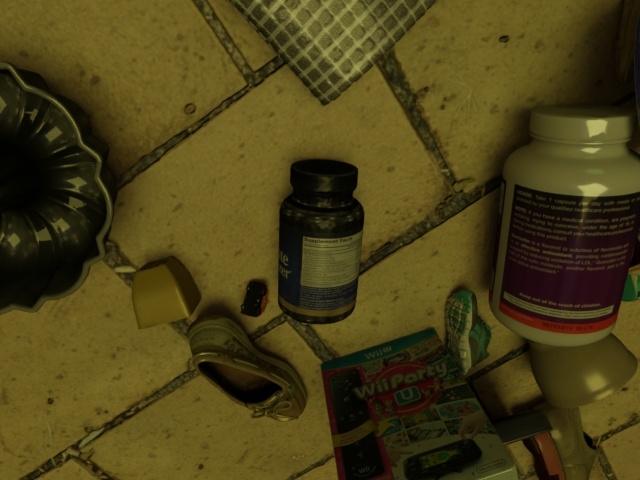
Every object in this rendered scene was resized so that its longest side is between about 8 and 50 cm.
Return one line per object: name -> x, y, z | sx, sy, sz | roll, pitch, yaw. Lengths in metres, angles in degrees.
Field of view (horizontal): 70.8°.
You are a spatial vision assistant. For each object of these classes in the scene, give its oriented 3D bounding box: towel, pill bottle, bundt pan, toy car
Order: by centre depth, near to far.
towel -> 0.030, -0.337, 0.514 | 0.283, 0.121, 0.235 | -43, 112, 11
bundt pan -> -0.418, -0.074, 0.573 | 0.330, 0.124, 0.331 | -2, 112, -6
pill bottle -> 0.352, -0.022, 0.653 | 0.181, 0.181, 0.323 | -5, 114, -4
pill bottle -> 0.000, 0.000, 0.654 | 0.122, 0.123, 0.219 | 0, 112, -7
toy car -> -0.139, 0.103, 0.740 | 0.121, 0.060, 0.040 | -9, 159, 15

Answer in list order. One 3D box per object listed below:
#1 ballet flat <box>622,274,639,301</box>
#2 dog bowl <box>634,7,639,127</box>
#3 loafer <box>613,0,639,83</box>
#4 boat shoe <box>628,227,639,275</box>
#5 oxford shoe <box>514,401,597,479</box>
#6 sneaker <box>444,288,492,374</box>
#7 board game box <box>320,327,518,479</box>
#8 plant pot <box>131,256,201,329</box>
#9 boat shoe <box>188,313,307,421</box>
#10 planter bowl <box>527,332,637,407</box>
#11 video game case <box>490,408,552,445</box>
ballet flat -> 0.504, -0.007, 0.744 | 0.077, 0.091, 0.241 | -35, 121, -24
dog bowl -> 0.485, -0.198, 0.557 | 0.264, 0.104, 0.265 | 1, 88, -41
loafer -> 0.435, -0.288, 0.632 | 0.045, 0.039, 0.125 | -18, 122, -36
boat shoe -> 0.473, -0.002, 0.631 | 0.059, 0.063, 0.170 | -4, 141, -6
oxford shoe -> 0.515, 0.464, 0.916 | 0.130, 0.123, 0.348 | -28, 114, 0
sneaker -> 0.266, 0.154, 0.794 | 0.076, 0.065, 0.167 | -16, 118, -18
board game box -> 0.128, 0.287, 0.692 | 0.223, 0.303, 0.098 | -19, 112, 1
plant pot -> -0.239, 0.073, 0.685 | 0.081, 0.081, 0.083 | -15, 102, 0
boat shoe -> -0.117, 0.237, 0.744 | 0.104, 0.089, 0.285 | -33, 124, 12
planter bowl -> 0.434, 0.194, 0.781 | 0.162, 0.162, 0.109 | -34, 87, 8
video game case -> 0.242, 0.366, 0.806 | 0.274, 0.035, 0.248 | -19, 155, 2
